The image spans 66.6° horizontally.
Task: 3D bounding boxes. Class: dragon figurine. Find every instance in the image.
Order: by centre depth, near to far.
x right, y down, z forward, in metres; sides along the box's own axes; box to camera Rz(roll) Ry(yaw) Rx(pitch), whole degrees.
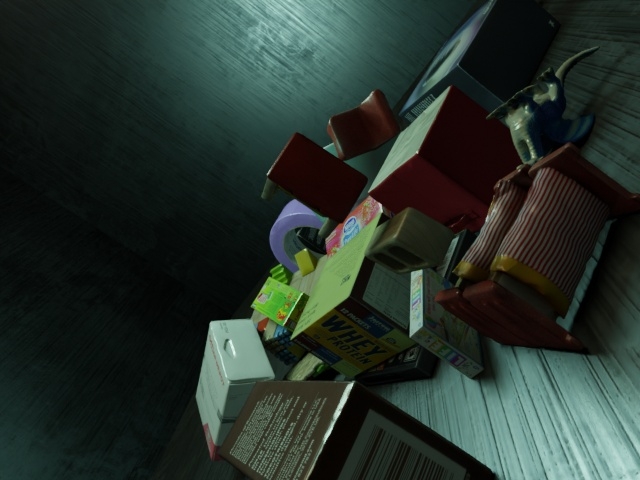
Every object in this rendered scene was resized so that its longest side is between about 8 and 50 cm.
[{"bbox_3d":[0.372,-0.190,0.785,0.289,0.144,0.085,-38,0,-22],"label":"dragon figurine"}]

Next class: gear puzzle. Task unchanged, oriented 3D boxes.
[{"bbox_3d":[0.006,0.279,1.137,0.339,0.044,0.175,-47,2,24],"label":"gear puzzle"}]

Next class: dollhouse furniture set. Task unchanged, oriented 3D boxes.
[{"bbox_3d":[0.145,-0.051,0.569,0.201,0.374,0.152,-59,5,-15],"label":"dollhouse furniture set"}]

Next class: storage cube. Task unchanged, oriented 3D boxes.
[{"bbox_3d":[0.241,-0.134,0.926,0.215,0.193,0.183,-61,11,-27],"label":"storage cube"}]

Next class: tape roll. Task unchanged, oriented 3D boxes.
[{"bbox_3d":[-0.007,0.004,1.436,0.275,0.274,0.090,-46,13,43],"label":"tape roll"}]

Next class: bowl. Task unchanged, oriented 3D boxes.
[{"bbox_3d":[0.094,-0.132,1.231,0.311,0.163,0.311,-21,-11,-4],"label":"bowl"}]

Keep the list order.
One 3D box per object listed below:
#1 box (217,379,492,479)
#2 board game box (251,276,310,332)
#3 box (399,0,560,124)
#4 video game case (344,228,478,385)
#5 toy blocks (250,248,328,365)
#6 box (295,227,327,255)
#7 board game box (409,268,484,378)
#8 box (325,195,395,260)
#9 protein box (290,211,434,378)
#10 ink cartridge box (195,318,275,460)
[{"bbox_3d":[0.008,0.285,0.631,0.143,0.191,0.381,-59,9,-23],"label":"box"},{"bbox_3d":[-0.097,0.157,1.211,0.181,0.043,0.092,14,71,57],"label":"board game box"},{"bbox_3d":[0.395,-0.435,1.251,0.296,0.182,0.294,-58,11,-17],"label":"box"},{"bbox_3d":[0.161,0.130,0.889,0.275,0.035,0.248,-61,11,-29],"label":"video game case"},{"bbox_3d":[-0.067,0.204,1.304,0.381,0.191,0.261,-31,26,32],"label":"toy blocks"},{"bbox_3d":[0.000,0.000,1.702,0.103,0.184,0.261,-52,9,31],"label":"box"},{"bbox_3d":[0.174,0.106,0.685,0.026,0.103,0.154,-50,10,30],"label":"board game box"},{"bbox_3d":[0.123,0.001,1.126,0.257,0.122,0.128,-43,48,52],"label":"box"},{"bbox_3d":[0.080,0.101,0.868,0.200,0.136,0.201,-44,14,47],"label":"protein box"},{"bbox_3d":[-0.220,0.367,1.213,0.207,0.117,0.283,57,138,48],"label":"ink cartridge box"}]
